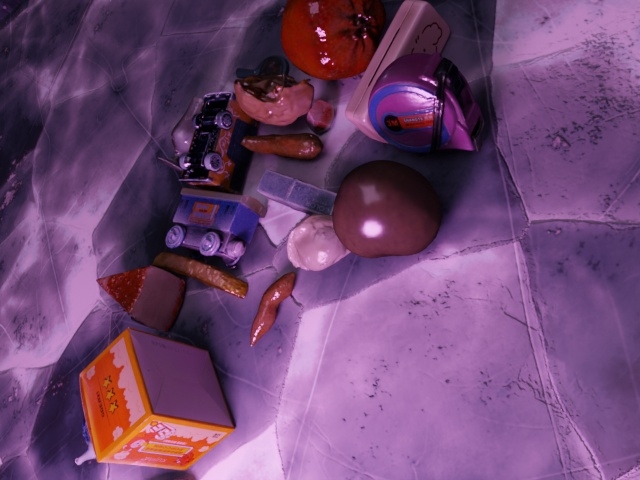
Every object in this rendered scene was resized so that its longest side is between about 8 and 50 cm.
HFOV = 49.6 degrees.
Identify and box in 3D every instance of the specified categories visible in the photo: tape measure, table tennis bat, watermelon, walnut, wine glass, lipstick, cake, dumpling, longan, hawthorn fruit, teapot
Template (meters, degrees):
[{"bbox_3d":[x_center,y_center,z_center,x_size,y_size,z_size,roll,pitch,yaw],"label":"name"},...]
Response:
[{"bbox_3d":[0.234,-0.302,1.578,0.231,0.245,0.149,2,47,36],"label":"tape measure"},{"bbox_3d":[-0.181,-0.512,2.124,0.201,0.033,0.124,11,76,35],"label":"table tennis bat"},{"bbox_3d":[-0.011,-0.342,1.890,0.092,0.072,0.084,-7,52,38],"label":"watermelon"},{"bbox_3d":[-0.136,-0.391,1.930,0.238,0.204,0.141,-139,45,-62],"label":"walnut"},{"bbox_3d":[-0.414,-0.334,2.179,0.103,0.103,0.231,24,83,42],"label":"wine glass"},{"bbox_3d":[-0.043,-0.112,1.807,0.290,0.076,0.077,23,84,42],"label":"lipstick"},{"bbox_3d":[-0.525,0.129,2.025,0.262,0.158,0.159,29,86,43],"label":"cake"},{"bbox_3d":[0.000,0.000,1.690,0.199,0.118,0.136,-15,103,17],"label":"dumpling"},{"bbox_3d":[0.148,-0.064,1.547,0.246,0.246,0.215,16,47,41],"label":"longan"},{"bbox_3d":[0.007,-0.578,1.859,0.330,0.287,0.287,18,82,48],"label":"hawthorn fruit"},{"bbox_3d":[-0.591,0.513,1.920,0.159,0.159,0.232,-9,38,35],"label":"teapot"}]

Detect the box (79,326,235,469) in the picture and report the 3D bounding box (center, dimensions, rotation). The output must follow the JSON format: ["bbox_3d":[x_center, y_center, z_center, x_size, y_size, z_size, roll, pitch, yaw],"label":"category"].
[{"bbox_3d":[-0.410,0.404,1.727,0.214,0.283,0.259,-41,51,18],"label":"box"}]

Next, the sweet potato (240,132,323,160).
[{"bbox_3d":[-0.105,-0.265,1.919,0.273,0.075,0.075,10,77,35],"label":"sweet potato"}]

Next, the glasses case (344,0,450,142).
[{"bbox_3d":[0.193,-0.417,1.716,0.076,0.144,0.336,27,89,43],"label":"glasses case"}]

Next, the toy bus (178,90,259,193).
[{"bbox_3d":[-0.288,-0.279,2.014,0.138,0.167,0.275,4,76,39],"label":"toy bus"}]

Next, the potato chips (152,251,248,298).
[{"bbox_3d":[-0.360,0.085,1.971,0.407,0.080,0.057,13,69,40],"label":"potato chips"}]

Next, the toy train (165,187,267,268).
[{"bbox_3d":[-0.306,-0.043,1.947,0.300,0.131,0.202,10,75,40],"label":"toy train"}]

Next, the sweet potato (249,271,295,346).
[{"bbox_3d":[-0.130,0.170,1.767,0.065,0.051,0.218,31,91,40],"label":"sweet potato"}]

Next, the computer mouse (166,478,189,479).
[{"bbox_3d":[-0.405,0.676,1.755,0.232,0.057,0.120,-21,59,29],"label":"computer mouse"}]
